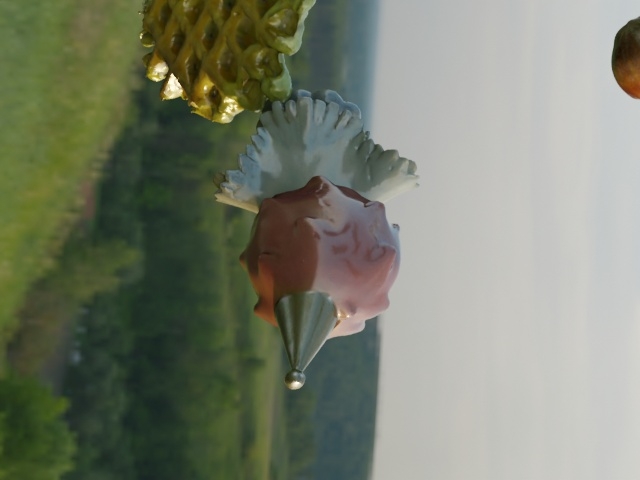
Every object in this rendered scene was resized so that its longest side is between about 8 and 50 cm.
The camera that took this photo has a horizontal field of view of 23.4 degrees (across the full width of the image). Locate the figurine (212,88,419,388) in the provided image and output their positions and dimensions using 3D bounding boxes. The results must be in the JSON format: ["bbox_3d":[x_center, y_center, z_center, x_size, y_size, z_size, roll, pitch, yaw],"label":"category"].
[{"bbox_3d":[0.000,0.000,1.506,0.387,0.207,0.166,-96,-172,-45],"label":"figurine"}]

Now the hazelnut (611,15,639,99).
[{"bbox_3d":[0.320,-0.178,1.502,0.086,0.086,0.086,4,90,-88],"label":"hazelnut"}]

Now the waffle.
[{"bbox_3d":[-0.099,-0.281,1.640,0.307,0.060,0.312,19,-78,50],"label":"waffle"}]
